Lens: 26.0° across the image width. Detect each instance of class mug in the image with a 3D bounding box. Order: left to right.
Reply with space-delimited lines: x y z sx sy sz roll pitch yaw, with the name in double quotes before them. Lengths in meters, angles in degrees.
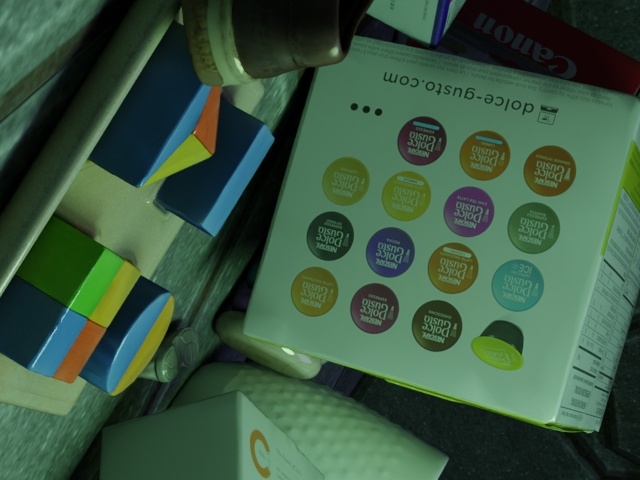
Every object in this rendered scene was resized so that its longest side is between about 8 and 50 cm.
"mug" -0.070 0.349 1.763 0.374 0.328 0.276 -60 171 4

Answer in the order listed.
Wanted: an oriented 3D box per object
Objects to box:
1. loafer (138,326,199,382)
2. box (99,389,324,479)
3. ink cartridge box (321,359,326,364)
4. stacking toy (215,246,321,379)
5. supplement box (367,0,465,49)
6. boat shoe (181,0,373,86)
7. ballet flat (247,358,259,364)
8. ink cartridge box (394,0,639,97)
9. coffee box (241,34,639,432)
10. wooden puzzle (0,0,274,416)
"loafer" -0.163 0.119 1.466 0.125 0.039 0.045 -40 126 -74
"box" -0.104 0.362 1.389 0.215 0.168 0.345 53 26 -47
"ink cartridge box" 0.091 0.046 1.918 0.307 0.129 0.223 -33 175 6
"stacking toy" 0.000 0.000 1.726 0.141 0.141 0.330 89 27 -74
"supplement box" 0.127 -0.323 1.386 0.220 0.114 0.111 -56 170 -17
"boat shoe" 0.024 -0.212 0.940 0.342 0.123 0.123 -59 145 -50
"ballet flat" -0.052 0.150 2.092 0.231 0.077 0.077 -62 -175 4
"ink cartridge box" 0.255 -0.220 1.809 0.130 0.309 0.272 -57 172 -21
"coffee box" 0.164 0.005 1.511 0.338 0.338 0.334 25 80 -70
"wooden puzzle" -0.134 -0.013 1.006 0.322 0.081 0.348 -60 172 -6
